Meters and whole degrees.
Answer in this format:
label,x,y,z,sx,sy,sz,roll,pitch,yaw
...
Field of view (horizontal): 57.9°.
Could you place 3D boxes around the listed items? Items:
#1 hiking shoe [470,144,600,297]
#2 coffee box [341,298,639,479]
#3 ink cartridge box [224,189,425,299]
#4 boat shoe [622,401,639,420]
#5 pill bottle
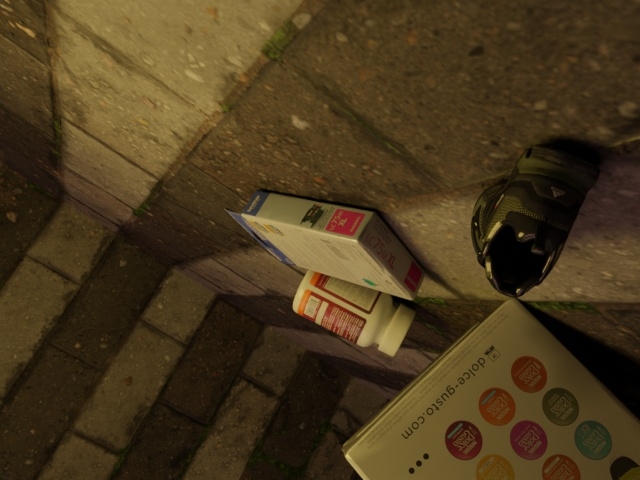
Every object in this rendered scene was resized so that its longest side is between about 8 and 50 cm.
label,x,y,z,sx,sy,sz,roll,pitch,yaw
hiking shoe,0.180,0.001,0.559,0.086,0.114,0.227,26,163,12
coffee box,0.266,0.351,0.917,0.334,0.337,0.338,47,167,14
ink cartridge box,0.000,0.000,0.956,0.311,0.065,0.186,11,156,41
boat shoe,0.541,0.322,0.968,0.302,0.114,0.091,22,126,55
pill bottle,0.066,0.134,1.140,0.221,0.121,0.121,27,164,9
